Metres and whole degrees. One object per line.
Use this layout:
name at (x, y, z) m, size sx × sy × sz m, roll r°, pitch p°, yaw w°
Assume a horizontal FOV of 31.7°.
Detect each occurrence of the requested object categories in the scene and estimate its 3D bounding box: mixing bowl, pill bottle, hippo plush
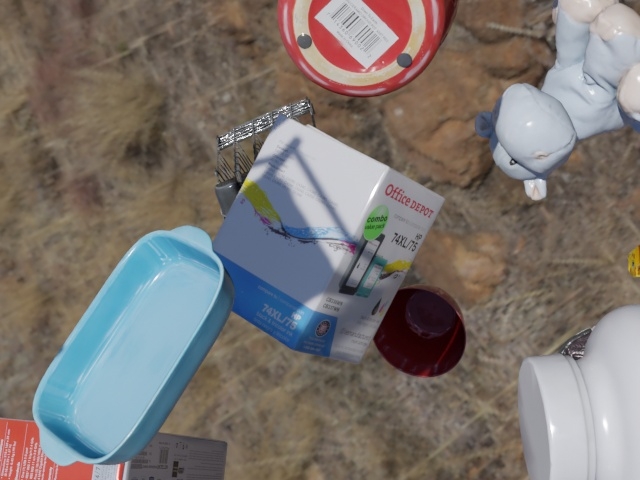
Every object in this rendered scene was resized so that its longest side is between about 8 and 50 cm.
mixing bowl at (0.192, 0.150, 2.083) m, size 0.181 × 0.098 × 0.181 m, roll 8°, pitch 115°, yaw 18°
pill bottle at (0.263, 0.106, 0.705) m, size 0.146 × 0.264 × 0.146 m, roll 175°, pitch 90°, yaw -88°
hippo plush at (0.322, -0.204, 1.548) m, size 0.234 × 0.237 × 0.294 m, roll 60°, pitch -177°, yaw 8°

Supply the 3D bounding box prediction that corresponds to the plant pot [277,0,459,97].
plant pot at (0.052, -0.253, 1.181) m, size 0.191 × 0.174 × 0.191 m, roll 2°, pitch 115°, yaw 5°

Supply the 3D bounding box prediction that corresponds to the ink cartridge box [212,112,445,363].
ink cartridge box at (0.000, 0.000, 1.559) m, size 0.197 × 0.198 × 0.270 m, roll 30°, pitch 95°, yaw 31°

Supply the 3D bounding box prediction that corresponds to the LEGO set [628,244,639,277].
LEGO set at (0.343, 0.036, 1.090) m, size 0.093 × 0.087 × 0.227 m, roll 99°, pitch 175°, yaw -74°

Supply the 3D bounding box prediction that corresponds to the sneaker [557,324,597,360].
sneaker at (0.493, 0.188, 1.713) m, size 0.162 × 0.281 × 0.106 m, roll 82°, pitch 180°, yaw -68°

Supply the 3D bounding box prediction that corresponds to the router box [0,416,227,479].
router box at (-0.319, 0.283, 1.474) m, size 0.301 × 0.335 × 0.082 m, roll 2°, pitch 78°, yaw 17°

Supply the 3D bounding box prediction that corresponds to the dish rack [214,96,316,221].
dish rack at (-0.085, -0.147, 1.916) m, size 0.271 × 0.208 × 0.074 m, roll -101°, pitch -11°, yaw -63°

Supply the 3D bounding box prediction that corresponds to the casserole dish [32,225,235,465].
casserole dish at (-0.127, 0.078, 0.795) m, size 0.114 × 0.188 × 0.037 m, roll 22°, pitch 166°, yaw 44°
